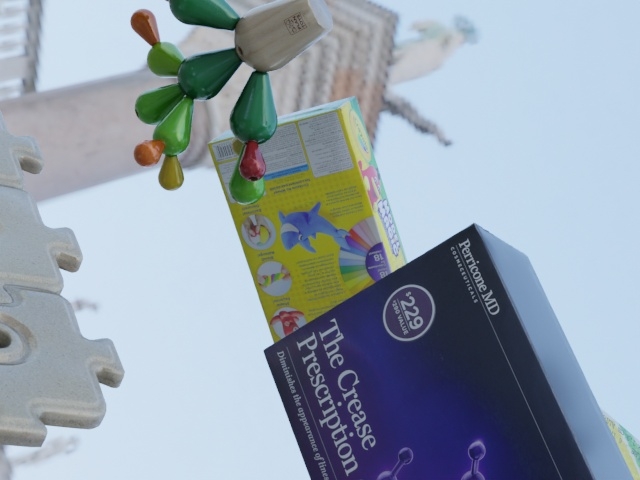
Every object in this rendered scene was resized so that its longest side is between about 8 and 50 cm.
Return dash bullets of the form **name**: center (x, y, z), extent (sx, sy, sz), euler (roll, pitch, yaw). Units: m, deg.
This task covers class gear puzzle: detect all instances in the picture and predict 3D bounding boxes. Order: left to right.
- **gear puzzle**: center (-0.171, 0.031, 0.588), extent (0.044, 0.175, 0.339), euler (-64, -147, 25)

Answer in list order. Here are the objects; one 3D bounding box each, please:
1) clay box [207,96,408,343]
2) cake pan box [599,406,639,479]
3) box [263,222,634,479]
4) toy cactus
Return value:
- **clay box**: center (0.000, 0.000, 1.308), extent (0.127, 0.053, 0.222), euler (-13, -76, 21)
- **cake pan box**: center (0.213, 0.227, 1.321), extent (0.267, 0.246, 0.070), euler (41, -58, -4)
- **box**: center (0.096, 0.150, 1.012), extent (0.184, 0.103, 0.261), euler (-31, -118, 16)
- **toy cactus**: center (-0.079, -0.139, 1.158), extent (0.180, 0.112, 0.219), euler (-25, -95, 26)
